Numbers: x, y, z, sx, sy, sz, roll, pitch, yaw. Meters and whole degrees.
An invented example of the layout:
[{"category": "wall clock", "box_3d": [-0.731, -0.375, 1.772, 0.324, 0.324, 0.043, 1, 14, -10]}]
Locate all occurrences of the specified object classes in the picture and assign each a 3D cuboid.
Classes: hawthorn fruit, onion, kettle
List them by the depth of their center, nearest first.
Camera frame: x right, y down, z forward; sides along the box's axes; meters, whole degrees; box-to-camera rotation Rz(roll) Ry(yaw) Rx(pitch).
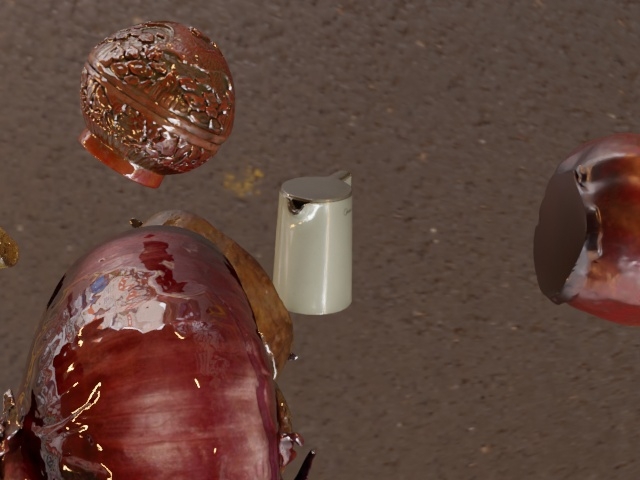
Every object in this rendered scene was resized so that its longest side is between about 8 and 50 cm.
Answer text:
[{"category": "onion", "box_3d": [-0.162, 0.161, 1.092, 0.285, 0.347, 0.348, -11, 79, -11]}, {"category": "hawthorn fruit", "box_3d": [0.366, -0.007, 1.485, 0.249, 0.215, 0.215, 21, 99, -2]}, {"category": "kettle", "box_3d": [0.002, 0.002, 1.597, 0.098, 0.127, 0.148, 30, 123, 53]}]

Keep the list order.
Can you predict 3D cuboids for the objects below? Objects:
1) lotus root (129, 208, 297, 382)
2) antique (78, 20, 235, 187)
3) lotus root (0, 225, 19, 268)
[{"category": "lotus root", "box_3d": [-0.113, 0.095, 1.313, 0.170, 0.074, 0.261, -11, 111, 26]}, {"category": "antique", "box_3d": [-0.101, -0.089, 0.821, 0.104, 0.104, 0.104, -2, 86, 29]}, {"category": "lotus root", "box_3d": [-0.561, -0.023, 1.947, 0.258, 0.110, 0.097, 23, 68, 20]}]
